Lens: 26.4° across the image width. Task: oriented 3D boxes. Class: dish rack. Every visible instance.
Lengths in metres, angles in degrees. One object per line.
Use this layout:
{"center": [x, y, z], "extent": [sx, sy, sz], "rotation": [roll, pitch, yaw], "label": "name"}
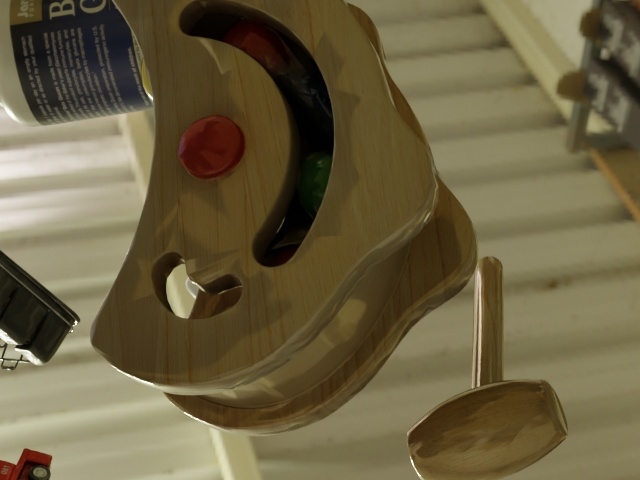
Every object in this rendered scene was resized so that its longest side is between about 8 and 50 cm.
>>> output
{"center": [-0.420, 0.061, 1.467], "extent": [0.271, 0.208, 0.074], "rotation": [0, -125, 36], "label": "dish rack"}

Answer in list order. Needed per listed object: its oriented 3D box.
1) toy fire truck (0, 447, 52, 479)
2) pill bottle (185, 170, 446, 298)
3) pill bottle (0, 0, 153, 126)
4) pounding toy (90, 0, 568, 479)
{"center": [-0.313, 0.220, 1.213], "extent": [0.135, 0.047, 0.192], "rotation": [15, -144, -1], "label": "toy fire truck"}
{"center": [0.000, 0.000, 1.182], "extent": [0.221, 0.124, 0.124], "rotation": [-47, -130, -3], "label": "pill bottle"}
{"center": [-0.163, -0.126, 0.897], "extent": [0.169, 0.094, 0.094], "rotation": [-9, -144, 4], "label": "pill bottle"}
{"center": [-0.010, 0.006, 0.610], "extent": [0.154, 0.155, 0.269], "rotation": [-27, -120, 9], "label": "pounding toy"}
